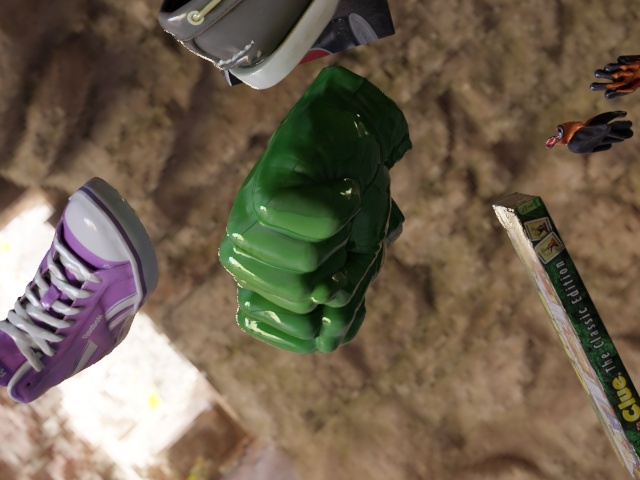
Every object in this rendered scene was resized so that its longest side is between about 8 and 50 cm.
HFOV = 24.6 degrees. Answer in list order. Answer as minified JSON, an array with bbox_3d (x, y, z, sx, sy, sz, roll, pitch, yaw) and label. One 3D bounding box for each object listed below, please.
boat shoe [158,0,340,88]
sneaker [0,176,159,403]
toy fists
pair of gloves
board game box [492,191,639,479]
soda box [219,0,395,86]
[{"bbox_3d":[0.002,-0.247,0.981,0.305,0.091,0.109,-56,33,13],"label":"boat shoe"},{"bbox_3d":[-0.243,0.066,1.358,0.161,0.102,0.282,-36,-19,-32],"label":"sneaker"},{"bbox_3d":[0.000,0.000,1.037,0.142,0.096,0.279,-54,-13,-16],"label":"toy fists"},{"bbox_3d":[0.182,-0.084,0.905,0.074,0.010,0.083,-7,-38,-39],"label":"pair of gloves"},{"bbox_3d":[0.218,0.081,1.219,0.030,0.260,0.136,-27,2,3],"label":"board game box"},{"bbox_3d":[-0.019,-0.203,1.400,0.169,0.060,0.053,-19,23,-7],"label":"soda box"}]
